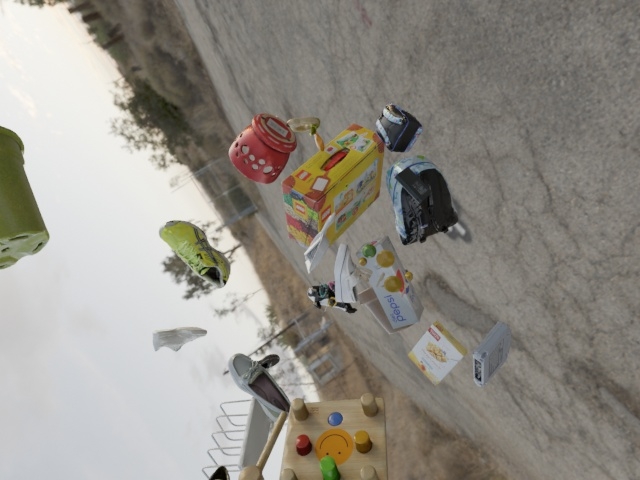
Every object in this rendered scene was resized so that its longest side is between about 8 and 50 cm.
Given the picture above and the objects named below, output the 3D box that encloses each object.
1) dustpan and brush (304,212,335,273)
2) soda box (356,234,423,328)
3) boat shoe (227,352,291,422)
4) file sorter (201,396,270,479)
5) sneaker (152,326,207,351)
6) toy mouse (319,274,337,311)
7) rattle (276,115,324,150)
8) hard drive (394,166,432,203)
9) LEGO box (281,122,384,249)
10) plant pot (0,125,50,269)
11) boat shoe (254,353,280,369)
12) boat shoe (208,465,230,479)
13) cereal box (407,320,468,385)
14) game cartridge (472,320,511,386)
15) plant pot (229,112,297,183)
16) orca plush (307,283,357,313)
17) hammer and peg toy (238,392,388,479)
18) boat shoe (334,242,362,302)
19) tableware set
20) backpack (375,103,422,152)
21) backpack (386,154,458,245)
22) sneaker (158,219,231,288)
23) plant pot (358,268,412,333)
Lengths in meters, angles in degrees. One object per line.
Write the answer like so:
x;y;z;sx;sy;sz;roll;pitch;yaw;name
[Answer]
0.000;0.000;1.532;0.060;0.211;0.147;39;-174;-15;dustpan and brush
0.227;0.135;1.443;0.287;0.098;0.091;63;-150;-9;soda box
-0.224;0.549;1.698;0.320;0.118;0.103;48;140;11;boat shoe
-0.321;0.785;1.729;0.278;0.172;0.193;-83;-18;-52;file sorter
-0.561;0.398;1.787;0.080;0.212;0.094;-4;86;63;sneaker
0.043;0.213;1.938;0.161;0.031;0.143;-40;70;43;toy mouse
-0.091;-0.441;1.850;0.130;0.199;0.143;12;107;48;rattle
0.347;-0.208;1.665;0.135;0.094;0.022;48;137;6;hard drive
0.070;-0.230;2.040;0.193;0.500;0.373;31;148;25;LEGO box
-0.756;-0.075;0.996;0.254;0.276;0.276;58;176;4;plant pot
-0.262;0.593;2.102;0.064;0.206;0.075;24;110;40;boat shoe
-0.292;0.703;1.245;0.223;0.080;0.074;155;122;-82;boat shoe
0.484;0.472;1.863;0.173;0.047;0.240;46;136;26;cereal box
0.693;0.455;1.800;0.062;0.198;0.297;28;154;37;game cartridge
-0.187;-0.313;1.501;0.191;0.174;0.191;26;-140;-24;plant pot
0.043;0.265;2.152;0.287;0.151;0.102;31;135;50;orca plush
-0.019;0.500;1.085;0.266;0.360;0.128;-81;-21;-54;hammer and peg toy
0.094;0.108;1.446;0.258;0.084;0.095;86;-164;-49;boat shoe
0.171;0.077;1.183;0.154;0.104;0.024;24;-167;1;tableware set
0.307;-0.458;1.802;0.158;0.116;0.173;-62;41;34;backpack
0.424;-0.193;1.938;0.356;0.289;0.274;58;-171;-54;backpack
-0.522;0.058;1.910;0.384;0.145;0.147;43;-169;-31;sneaker
0.320;0.287;2.003;0.263;0.262;0.230;85;160;-81;plant pot
